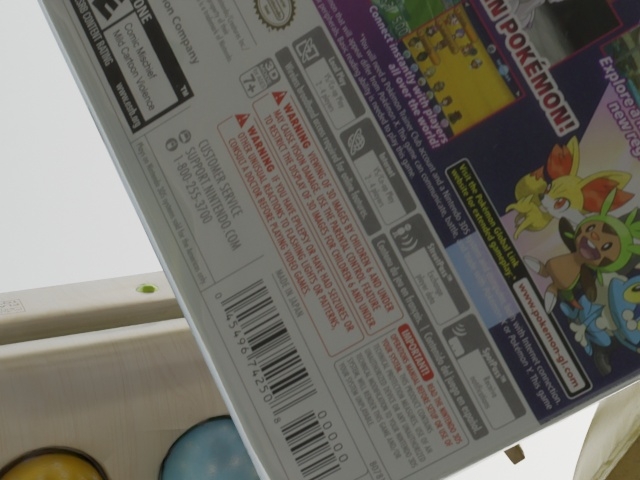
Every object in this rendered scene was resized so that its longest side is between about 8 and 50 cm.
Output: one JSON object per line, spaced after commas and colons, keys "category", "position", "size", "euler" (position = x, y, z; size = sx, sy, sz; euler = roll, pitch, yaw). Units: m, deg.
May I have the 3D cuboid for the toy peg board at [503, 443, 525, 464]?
{"category": "toy peg board", "position": [0.144, 0.168, 1.384], "size": [0.161, 0.079, 0.161], "euler": [52, -167, -15]}

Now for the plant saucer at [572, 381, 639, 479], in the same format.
{"category": "plant saucer", "position": [0.310, 0.027, 0.644], "size": [0.332, 0.333, 0.081], "euler": [-7, -121, -11]}

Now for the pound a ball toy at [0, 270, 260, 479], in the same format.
{"category": "pound a ball toy", "position": [-0.157, 0.069, 0.551], "size": [0.319, 0.136, 0.208], "euler": [-7, -69, -24]}

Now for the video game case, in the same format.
{"category": "video game case", "position": [0.028, -0.041, 0.359], "size": [0.201, 0.183, 0.023], "euler": [63, -166, 15]}
